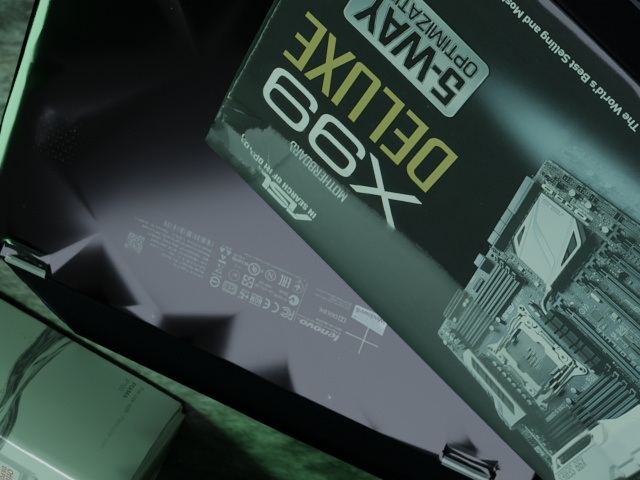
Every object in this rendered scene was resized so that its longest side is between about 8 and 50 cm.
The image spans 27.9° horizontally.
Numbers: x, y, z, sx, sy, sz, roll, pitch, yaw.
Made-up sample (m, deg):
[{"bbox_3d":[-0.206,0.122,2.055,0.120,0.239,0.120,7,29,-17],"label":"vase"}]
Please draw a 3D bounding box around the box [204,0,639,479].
[{"bbox_3d":[0.106,-0.017,0.583,0.307,0.076,0.242,45,147,3],"label":"box"}]

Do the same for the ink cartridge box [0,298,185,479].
[{"bbox_3d":[-0.281,0.160,1.109,0.283,0.117,0.207,30,138,3],"label":"ink cartridge box"}]

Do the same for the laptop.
[{"bbox_3d":[0.000,0.000,0.857,0.381,0.236,0.408,23,110,10],"label":"laptop"}]
